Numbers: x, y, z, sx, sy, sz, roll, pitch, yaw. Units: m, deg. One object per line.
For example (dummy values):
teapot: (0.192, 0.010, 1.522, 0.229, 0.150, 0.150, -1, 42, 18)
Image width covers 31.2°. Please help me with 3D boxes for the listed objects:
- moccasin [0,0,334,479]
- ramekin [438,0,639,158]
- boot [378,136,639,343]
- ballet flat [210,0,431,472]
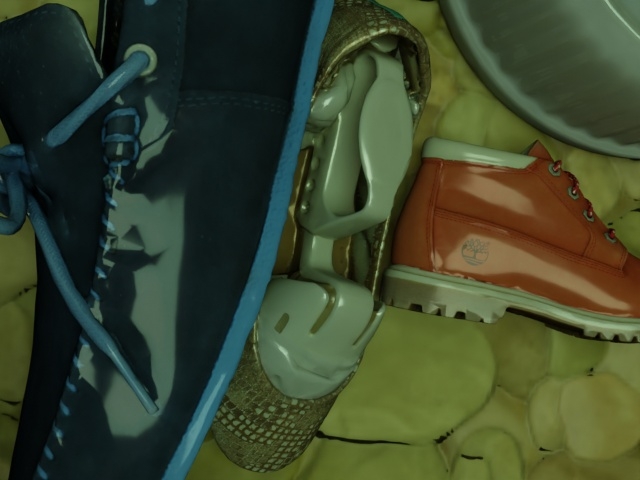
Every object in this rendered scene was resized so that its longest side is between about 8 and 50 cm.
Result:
moccasin: (-0.075, -0.054, 0.436, 0.116, 0.137, 0.342, 18, 76, -22)
ramekin: (0.156, -0.138, 0.474, 0.207, 0.109, 0.207, 0, 92, -10)
boot: (0.110, 0.001, 0.499, 0.158, 0.059, 0.085, 11, 85, -9)
ballet flat: (0.000, 0.000, 0.468, 0.073, 0.067, 0.206, 8, 93, -30)
